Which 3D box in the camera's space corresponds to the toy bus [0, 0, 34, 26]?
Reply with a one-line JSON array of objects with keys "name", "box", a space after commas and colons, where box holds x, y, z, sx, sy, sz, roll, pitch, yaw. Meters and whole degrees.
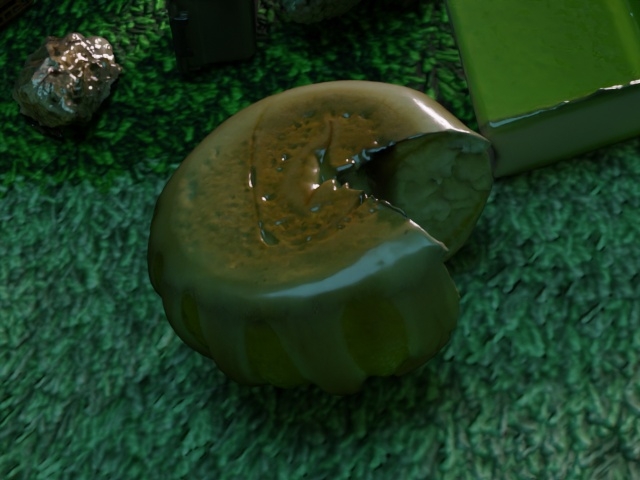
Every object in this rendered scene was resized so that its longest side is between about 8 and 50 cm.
[{"name": "toy bus", "box": [-0.455, -0.284, 1.778, 0.083, 0.088, 0.194, 22, 53, 38]}]

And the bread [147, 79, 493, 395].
[{"name": "bread", "box": [0.000, 0.000, 1.235, 0.333, 0.160, 0.333, -11, 39, 9]}]

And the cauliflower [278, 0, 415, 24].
[{"name": "cauliflower", "box": [0.026, -0.374, 1.548, 0.256, 0.315, 0.239, -12, 69, 17]}]

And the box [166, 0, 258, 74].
[{"name": "box", "box": [-0.119, -0.282, 1.629, 0.092, 0.124, 0.172, -3, 43, 3]}]

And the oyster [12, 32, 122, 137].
[{"name": "oyster", "box": [-0.302, -0.192, 1.632, 0.132, 0.072, 0.209, -3, 41, 13]}]

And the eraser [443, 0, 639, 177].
[{"name": "eraser", "box": [0.233, -0.206, 1.392, 0.210, 0.092, 0.274, -16, 50, 5]}]
